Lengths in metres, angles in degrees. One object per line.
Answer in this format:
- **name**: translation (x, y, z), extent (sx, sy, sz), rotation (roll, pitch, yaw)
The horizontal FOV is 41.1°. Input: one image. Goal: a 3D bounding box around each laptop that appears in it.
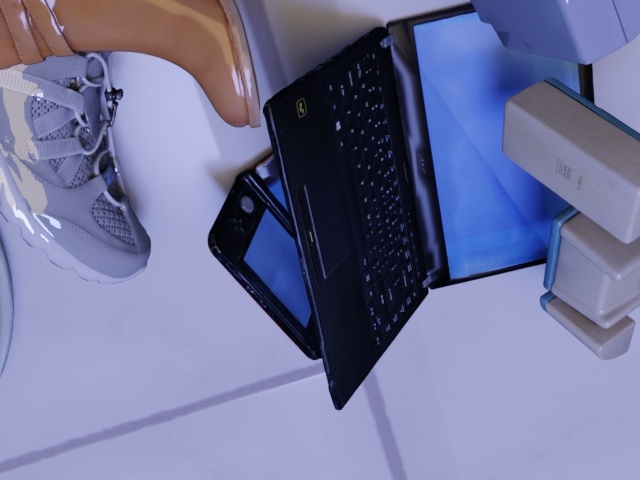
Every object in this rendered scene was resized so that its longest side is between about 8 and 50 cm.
- **laptop**: translation (0.102, -0.037, 0.624), extent (0.136, 0.264, 0.234), rotation (3, 119, 31)

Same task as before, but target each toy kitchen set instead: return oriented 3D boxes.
- **toy kitchen set**: translation (0.237, -0.035, 0.657), extent (0.166, 0.122, 0.207), rotation (-30, 142, -19)

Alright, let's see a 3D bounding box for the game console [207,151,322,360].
- **game console**: translation (0.000, 0.000, 0.668), extent (0.085, 0.124, 0.144), rotation (-21, 122, 33)

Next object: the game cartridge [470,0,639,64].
- **game cartridge**: translation (0.070, -0.235, 0.458), extent (0.062, 0.198, 0.297), rotation (-34, 107, 1)

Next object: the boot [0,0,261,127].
- **boot**: translation (-0.131, -0.131, 0.510), extent (0.152, 0.073, 0.197), rotation (-27, 104, -3)

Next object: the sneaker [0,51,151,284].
- **sneaker**: translation (-0.177, -0.092, 0.576), extent (0.115, 0.105, 0.281), rotation (-23, 118, 4)

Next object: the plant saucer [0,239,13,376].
- **plant saucer**: translation (-0.415, 0.078, 0.575), extent (0.400, 0.100, 0.401), rotation (-11, 121, -19)
